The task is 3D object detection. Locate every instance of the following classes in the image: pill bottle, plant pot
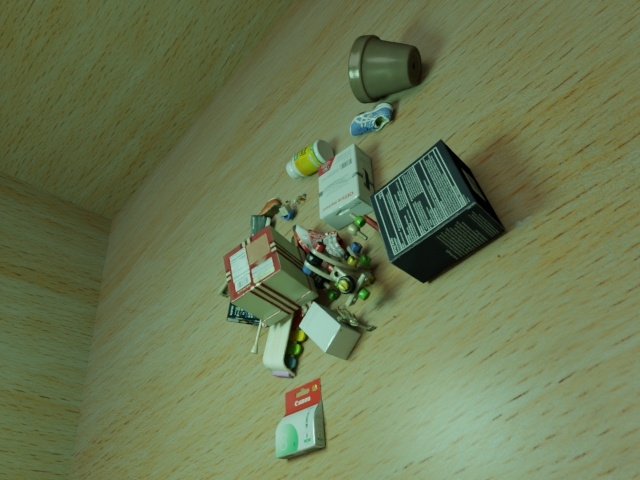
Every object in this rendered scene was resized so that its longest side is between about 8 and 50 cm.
[{"bbox_3d":[-0.052,-0.354,2.106,0.208,0.117,0.118,-24,50,39],"label":"pill bottle"},{"bbox_3d":[0.268,-0.680,1.875,0.229,0.263,0.263,10,74,32],"label":"plant pot"}]

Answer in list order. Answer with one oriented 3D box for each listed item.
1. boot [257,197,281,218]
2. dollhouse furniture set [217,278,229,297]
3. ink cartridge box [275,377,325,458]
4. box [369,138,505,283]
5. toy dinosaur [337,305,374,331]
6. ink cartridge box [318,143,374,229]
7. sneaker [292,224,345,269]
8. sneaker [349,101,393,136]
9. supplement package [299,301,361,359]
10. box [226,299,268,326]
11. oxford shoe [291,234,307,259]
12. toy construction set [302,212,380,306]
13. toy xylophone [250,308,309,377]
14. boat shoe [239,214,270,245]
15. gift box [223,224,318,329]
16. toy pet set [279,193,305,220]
[{"bbox_3d":[-0.254,-0.139,2.255,0.158,0.059,0.085,-37,39,15],"label":"boot"},{"bbox_3d":[-0.328,0.224,2.016,0.144,0.151,0.123,-53,37,14],"label":"dollhouse furniture set"},{"bbox_3d":[-0.072,0.584,1.562,0.181,0.056,0.225,-33,46,31],"label":"ink cartridge box"},{"bbox_3d":[0.335,-0.084,1.420,0.294,0.182,0.296,-37,41,26],"label":"box"},{"bbox_3d":[0.090,0.257,1.553,0.183,0.092,0.053,25,76,44],"label":"toy dinosaur"},{"bbox_3d":[0.098,-0.206,1.834,0.197,0.114,0.273,-29,46,34],"label":"ink cartridge box"},{"bbox_3d":[0.001,0.001,1.810,0.145,0.090,0.270,-36,46,4],"label":"sneaker"},{"bbox_3d":[0.201,-0.482,1.927,0.211,0.080,0.081,-27,45,38],"label":"sneaker"},{"bbox_3d":[0.030,0.301,1.586,0.105,0.105,0.179,-59,36,1],"label":"supplement package"},{"bbox_3d":[-0.279,0.232,1.938,0.051,0.175,0.220,114,164,-60],"label":"box"},{"bbox_3d":[-0.103,0.090,1.871,0.098,0.097,0.272,-22,49,18],"label":"oxford shoe"},{"bbox_3d":[0.126,0.080,1.565,0.237,0.257,0.309,38,88,36],"label":"toy construction set"},{"bbox_3d":[-0.145,0.344,1.779,0.236,0.081,0.323,-1,66,49],"label":"toy xylophone"},{"bbox_3d":[-0.315,0.025,2.147,0.116,0.099,0.320,129,159,-65],"label":"boat shoe"},{"bbox_3d":[-0.174,0.152,1.675,0.255,0.258,0.277,-30,49,18],"label":"gift box"},{"bbox_3d":[-0.124,-0.143,2.118,0.122,0.065,0.114,-16,20,39],"label":"toy pet set"}]
